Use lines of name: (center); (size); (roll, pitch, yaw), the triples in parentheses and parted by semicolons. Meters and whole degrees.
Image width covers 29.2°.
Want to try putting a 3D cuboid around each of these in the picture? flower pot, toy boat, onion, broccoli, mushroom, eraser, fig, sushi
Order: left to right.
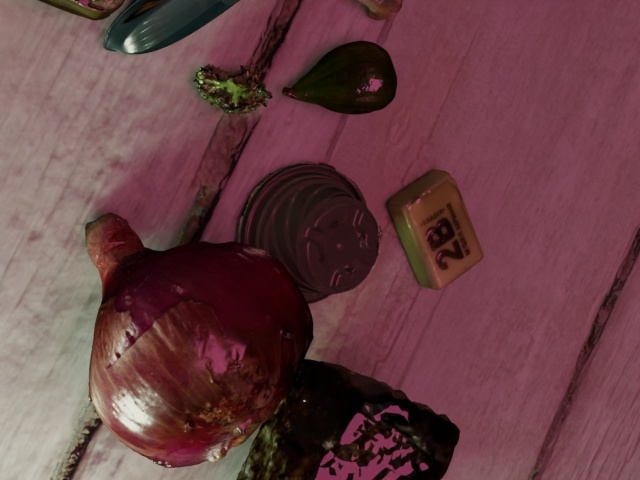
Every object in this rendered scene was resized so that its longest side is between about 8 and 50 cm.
toy boat: (-0.202, -0.338, 1.731); (0.246, 0.103, 0.093); (-34, 152, -1)
onion: (-0.202, 0.113, 1.733); (0.347, 0.348, 0.385); (-37, 78, -19)
broccoli: (-0.128, -0.226, 1.802); (0.095, 0.092, 0.097); (-31, 85, -22)
flower pot: (0.000, 0.000, 1.893); (0.235, 0.140, 0.236); (-8, 104, -31)
fig: (0.026, -0.240, 1.886); (0.177, 0.117, 0.117); (-16, 109, -6)
sushi: (0.031, 0.353, 1.898); (0.281, 0.299, 0.294); (27, 83, -9)
mushroom: (0.037, -0.406, 1.889); (0.202, 0.054, 0.059); (27, 80, -26)
eraser: (0.193, -0.017, 2.048); (0.117, 0.058, 0.172); (-33, 114, -21)

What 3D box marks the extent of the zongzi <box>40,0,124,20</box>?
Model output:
zongzi: (-0.419, -0.346, 1.579); (0.288, 0.134, 0.286); (-49, 117, -14)
